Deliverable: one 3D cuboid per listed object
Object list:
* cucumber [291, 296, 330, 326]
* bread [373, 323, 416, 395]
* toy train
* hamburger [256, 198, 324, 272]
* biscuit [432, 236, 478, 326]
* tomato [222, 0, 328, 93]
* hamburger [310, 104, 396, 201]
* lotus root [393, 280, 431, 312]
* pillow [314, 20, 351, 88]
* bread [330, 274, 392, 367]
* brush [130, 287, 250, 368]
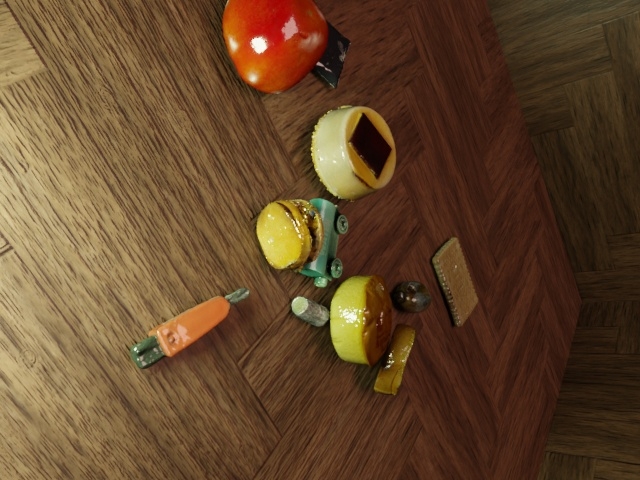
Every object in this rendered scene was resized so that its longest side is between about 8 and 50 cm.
[{"bbox_3d":[-0.028,0.193,1.438,0.112,0.064,0.064,35,58,-38],"label":"cucumber"},{"bbox_3d":[0.234,0.368,1.622,0.236,0.070,0.236,19,90,-79],"label":"bread"},{"bbox_3d":[0.000,0.000,1.467,0.159,0.101,0.248,35,59,-50],"label":"toy train"},{"bbox_3d":[-0.072,-0.010,1.334,0.118,0.182,0.191,-10,94,-42],"label":"hamburger"},{"bbox_3d":[0.550,0.168,2.135,0.217,0.044,0.325,-40,113,-45],"label":"biscuit"},{"bbox_3d":[-0.110,-0.539,1.351,0.298,0.226,0.298,8,78,-45],"label":"tomato"},{"bbox_3d":[0.095,-0.262,1.586,0.302,0.170,0.302,8,79,-44],"label":"hamburger"},{"bbox_3d":[0.317,0.197,1.825,0.192,0.088,0.113,5,63,-48],"label":"lotus root"},{"bbox_3d":[0.029,-0.595,1.659,0.141,0.055,0.208,29,61,-34],"label":"pillow"},{"bbox_3d":[0.127,0.230,1.513,0.270,0.148,0.270,-1,90,-67],"label":"bread"},{"bbox_3d":[-0.277,0.182,1.163,0.323,0.051,0.070,-29,99,-45],"label":"brush"}]
